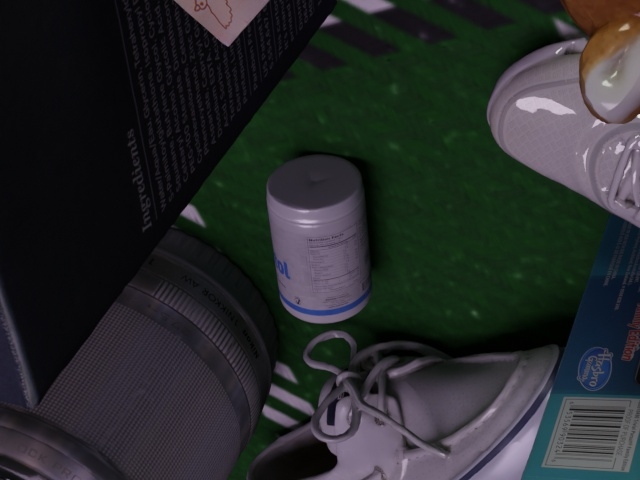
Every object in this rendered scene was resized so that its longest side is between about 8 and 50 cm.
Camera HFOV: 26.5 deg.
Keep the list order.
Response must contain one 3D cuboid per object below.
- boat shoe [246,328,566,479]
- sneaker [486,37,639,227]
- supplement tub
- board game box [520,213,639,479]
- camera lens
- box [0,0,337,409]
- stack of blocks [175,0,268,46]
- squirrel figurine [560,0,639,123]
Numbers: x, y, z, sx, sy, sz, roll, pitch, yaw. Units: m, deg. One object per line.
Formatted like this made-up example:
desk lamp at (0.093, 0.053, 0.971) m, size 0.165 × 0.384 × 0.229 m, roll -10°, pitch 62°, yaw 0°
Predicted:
boat shoe at (0.047, 0.137, 1.041) m, size 0.156 × 0.136 × 0.367 m, roll 42°, pitch 143°, yaw -7°
sneaker at (0.233, -0.033, 0.799) m, size 0.292 × 0.118 × 0.110 m, roll 20°, pitch 136°, yaw 13°
supplement tub at (0.000, 0.000, 0.976) m, size 0.071 × 0.071 × 0.107 m, roll 9°, pitch 130°, yaw 20°
board game box at (0.231, 0.186, 0.888) m, size 0.079 × 0.254 × 0.336 m, roll -1°, pitch 127°, yaw 27°
camera lens at (-0.174, 0.144, 1.043) m, size 0.219 × 0.274 × 0.219 m, roll 14°, pitch 132°, yaw 16°
box at (-0.198, -0.141, 0.730) m, size 0.293 × 0.395 × 0.212 m, roll 10°, pitch 131°, yaw 19°
stack of blocks at (0.008, -0.214, 0.630) m, size 0.171 × 0.297 × 0.087 m, roll 41°, pitch 134°, yaw -8°
squirrel figurine at (0.291, -0.134, 0.563) m, size 0.370 × 0.281 × 0.397 m, roll -21°, pitch 121°, yaw 34°
